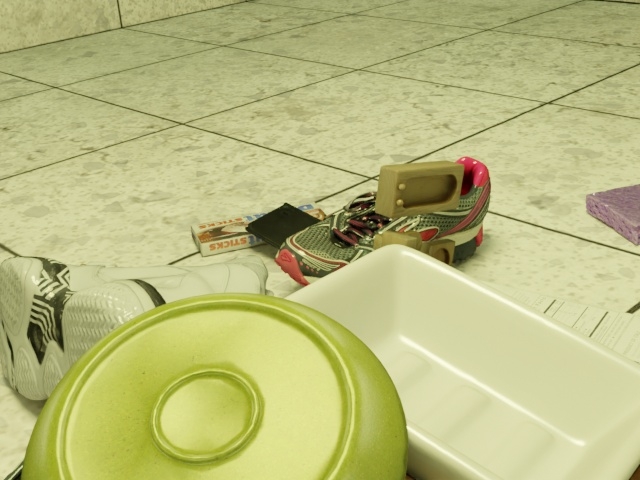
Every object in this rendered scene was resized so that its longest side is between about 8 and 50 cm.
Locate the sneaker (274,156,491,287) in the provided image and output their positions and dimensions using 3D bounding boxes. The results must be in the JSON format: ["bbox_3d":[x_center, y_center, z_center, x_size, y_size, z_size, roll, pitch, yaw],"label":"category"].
[{"bbox_3d":[0.075,-0.023,1.007,0.299,0.112,0.121,-21,45,-34],"label":"sneaker"}]

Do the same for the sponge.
[{"bbox_3d":[0.473,-0.048,1.143,0.210,0.031,0.117,-11,26,-14],"label":"sponge"}]

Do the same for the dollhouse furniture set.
[{"bbox_3d":[0.144,0.005,0.901,0.123,0.151,0.144,21,21,41],"label":"dollhouse furniture set"}]

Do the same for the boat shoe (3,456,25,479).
[{"bbox_3d":[-0.193,0.206,0.530,0.095,0.079,0.254,9,29,15],"label":"boat shoe"}]

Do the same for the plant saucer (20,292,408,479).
[{"bbox_3d":[-0.068,0.115,0.526,0.241,0.037,0.240,-4,45,4],"label":"plant saucer"}]

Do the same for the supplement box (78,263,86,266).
[{"bbox_3d":[-0.276,0.066,0.994,0.055,0.043,0.083,8,28,24],"label":"supplement box"}]

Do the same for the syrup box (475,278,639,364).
[{"bbox_3d":[0.206,0.111,0.764,0.237,0.093,0.096,12,30,31],"label":"syrup box"}]

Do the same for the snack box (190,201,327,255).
[{"bbox_3d":[-0.081,-0.017,1.168,0.178,0.022,0.064,-12,27,-17],"label":"snack box"}]

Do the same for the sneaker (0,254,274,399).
[{"bbox_3d":[-0.177,0.083,0.847,0.210,0.137,0.366,-4,6,-38],"label":"sneaker"}]

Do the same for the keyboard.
[{"bbox_3d":[0.000,0.000,1.095,0.180,0.023,0.108,29,45,35],"label":"keyboard"}]

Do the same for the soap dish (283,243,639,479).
[{"bbox_3d":[0.095,0.131,0.641,0.291,0.118,0.229,29,35,29],"label":"soap dish"}]
